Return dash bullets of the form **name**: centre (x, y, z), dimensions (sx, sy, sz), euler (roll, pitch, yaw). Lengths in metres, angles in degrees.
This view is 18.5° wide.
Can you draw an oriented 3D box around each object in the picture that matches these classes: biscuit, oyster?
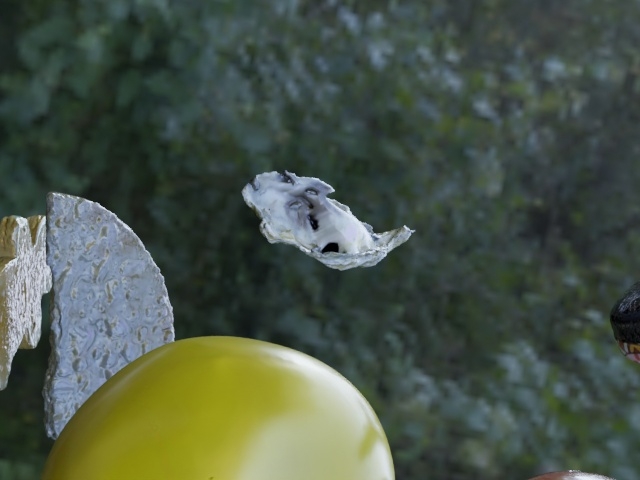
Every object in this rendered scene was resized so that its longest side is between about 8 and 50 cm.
- **biscuit**: centre (-0.313, 0.050, 2.009), dimensions (0.234, 0.030, 0.153), euler (-73, 164, -58)
- **biscuit**: centre (-0.218, 0.090, 2.023), dimensions (0.038, 0.141, 0.289), euler (-163, -109, -65)
- **oyster**: centre (0.002, -0.002, 1.793), dimensions (0.061, 0.200, 0.106), euler (-32, -137, 32)

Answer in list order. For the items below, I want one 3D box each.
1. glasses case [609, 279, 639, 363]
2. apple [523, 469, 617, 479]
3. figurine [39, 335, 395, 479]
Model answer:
- **glasses case**: centre (0.306, 0.055, 1.303), dimensions (0.267, 0.103, 0.067), euler (8, -55, 53)
- **apple**: centre (0.166, 0.254, 1.282), dimensions (0.164, 0.209, 0.209), euler (74, 23, -67)
- **figurine**: centre (-0.079, 0.191, 1.224), dimensions (0.187, 0.215, 0.343), euler (60, -27, 21)
